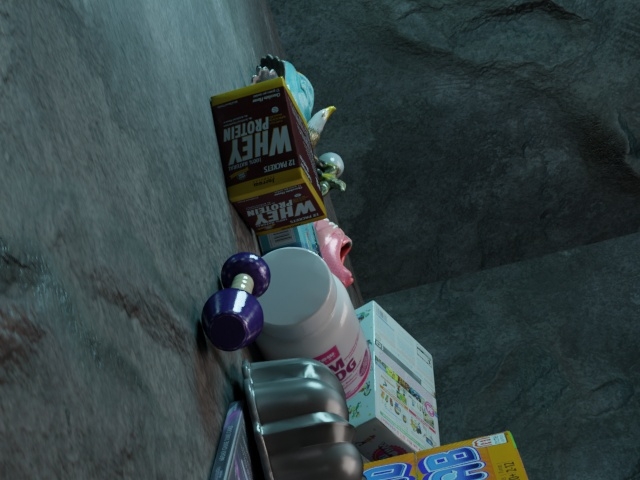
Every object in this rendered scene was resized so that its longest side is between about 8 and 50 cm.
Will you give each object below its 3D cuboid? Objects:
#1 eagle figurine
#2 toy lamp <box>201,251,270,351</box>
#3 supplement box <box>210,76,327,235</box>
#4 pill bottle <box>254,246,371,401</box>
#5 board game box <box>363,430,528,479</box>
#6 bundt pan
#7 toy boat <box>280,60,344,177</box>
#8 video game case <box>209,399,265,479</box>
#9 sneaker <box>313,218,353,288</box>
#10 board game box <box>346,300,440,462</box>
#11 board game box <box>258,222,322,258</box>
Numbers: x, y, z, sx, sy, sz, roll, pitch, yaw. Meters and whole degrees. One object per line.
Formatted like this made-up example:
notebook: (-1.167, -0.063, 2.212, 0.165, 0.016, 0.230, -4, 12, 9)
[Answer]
eagle figurine: (-0.069, -0.224, 2.462, 0.298, 0.225, 0.226, 45, -32, -13)
toy lamp: (-0.105, 0.079, 1.515, 0.274, 0.080, 0.080, -78, 153, -77)
supplement box: (-0.086, -0.139, 2.015, 0.191, 0.129, 0.194, 57, 19, -67)
pill bottle: (-0.021, 0.136, 1.823, 0.283, 0.160, 0.160, 67, 10, -57)
board game box: (0.204, 0.572, 1.973, 0.356, 0.357, 0.356, -69, 144, -82)
bundt pan: (-0.004, 0.300, 1.558, 0.331, 0.124, 0.330, 164, -90, -87)
toy boat: (-0.050, -0.274, 2.767, 0.267, 0.148, 0.318, -95, 170, -62)
video game case: (-0.083, 0.324, 1.373, 0.274, 0.026, 0.196, -81, 156, -76)
sneaker: (0.000, 0.001, 2.616, 0.116, 0.136, 0.313, 71, 6, -54)
board game box: (0.138, 0.307, 2.366, 0.224, 0.098, 0.303, 43, 30, -32)
board game box: (-0.041, 0.068, 2.276, 0.336, 0.079, 0.253, 14, 62, -85)
